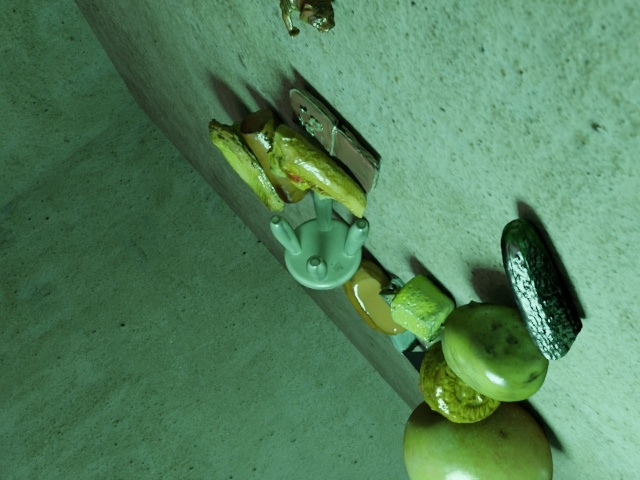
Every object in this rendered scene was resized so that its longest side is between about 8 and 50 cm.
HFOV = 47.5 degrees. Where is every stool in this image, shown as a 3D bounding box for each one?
[{"bbox_3d":[0.000,0.000,1.754,0.195,0.195,0.198,47,169,19],"label":"stool"}]

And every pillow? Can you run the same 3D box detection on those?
[{"bbox_3d":[0.028,-0.189,1.361,0.232,0.043,0.126,46,170,15],"label":"pillow"}]

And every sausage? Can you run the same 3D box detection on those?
[{"bbox_3d":[0.144,0.151,1.896,0.241,0.120,0.136,52,-175,-14],"label":"sausage"},{"bbox_3d":[-0.096,-0.193,1.748,0.109,0.109,0.270,41,166,43],"label":"sausage"}]

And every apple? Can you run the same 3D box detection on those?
[{"bbox_3d":[0.345,0.474,1.647,0.277,0.319,0.319,57,169,-18],"label":"apple"}]

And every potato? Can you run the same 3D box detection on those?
[{"bbox_3d":[0.297,0.186,1.249,0.197,0.148,0.228,32,165,22],"label":"potato"}]

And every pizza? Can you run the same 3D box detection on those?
[{"bbox_3d":[-0.041,-0.148,1.547,0.280,0.075,0.288,37,173,-26],"label":"pizza"}]

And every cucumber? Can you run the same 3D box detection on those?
[{"bbox_3d":[0.303,0.068,1.011,0.241,0.074,0.074,58,168,-31],"label":"cucumber"}]

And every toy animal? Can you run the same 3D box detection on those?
[{"bbox_3d":[-0.059,-0.375,1.043,0.241,0.057,0.099,50,164,11],"label":"toy animal"}]

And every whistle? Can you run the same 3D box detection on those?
[{"bbox_3d":[0.271,0.230,1.784,0.326,0.068,0.057,50,-168,8],"label":"whistle"}]

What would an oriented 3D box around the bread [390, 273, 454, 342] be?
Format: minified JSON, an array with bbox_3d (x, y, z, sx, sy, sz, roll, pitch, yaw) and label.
[{"bbox_3d":[0.219,0.142,1.555,0.114,0.111,0.129,41,165,25],"label":"bread"}]

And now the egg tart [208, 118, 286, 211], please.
[{"bbox_3d":[-0.171,-0.216,1.941,0.315,0.120,0.315,49,172,9],"label":"egg tart"}]

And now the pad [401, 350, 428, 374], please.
[{"bbox_3d":[0.366,0.390,1.957,0.247,0.007,0.367,50,161,-4],"label":"pad"}]

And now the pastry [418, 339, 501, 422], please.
[{"bbox_3d":[0.299,0.283,1.508,0.189,0.189,0.103,53,165,-19],"label":"pastry"}]

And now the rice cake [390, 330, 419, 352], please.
[{"bbox_3d":[0.233,0.265,2.090,0.069,0.063,0.206,38,165,29],"label":"rice cake"}]
